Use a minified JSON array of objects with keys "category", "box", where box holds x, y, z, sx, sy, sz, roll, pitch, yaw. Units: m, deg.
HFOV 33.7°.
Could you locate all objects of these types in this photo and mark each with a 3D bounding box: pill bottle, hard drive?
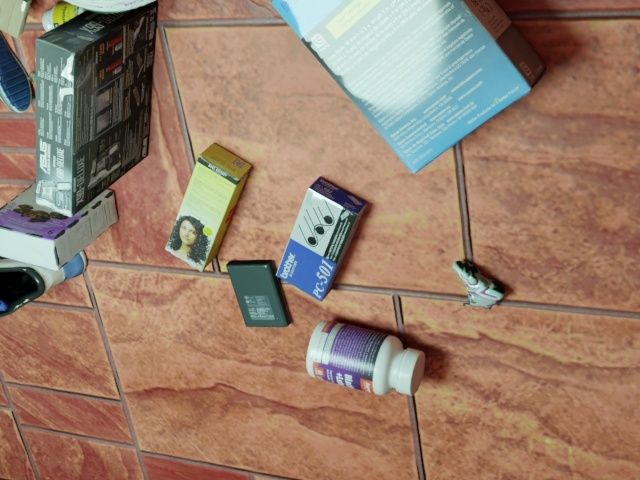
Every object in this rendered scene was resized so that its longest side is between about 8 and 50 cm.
[{"category":"pill bottle","box":[-0.416,-0.374,1.789,0.116,0.065,0.065,4,121,39]},{"category":"pill bottle","box":[0.082,0.213,1.870,0.194,0.108,0.108,12,124,21]},{"category":"hard drive","box":[-0.115,0.099,1.958,0.094,0.022,0.135,-1,118,28]}]

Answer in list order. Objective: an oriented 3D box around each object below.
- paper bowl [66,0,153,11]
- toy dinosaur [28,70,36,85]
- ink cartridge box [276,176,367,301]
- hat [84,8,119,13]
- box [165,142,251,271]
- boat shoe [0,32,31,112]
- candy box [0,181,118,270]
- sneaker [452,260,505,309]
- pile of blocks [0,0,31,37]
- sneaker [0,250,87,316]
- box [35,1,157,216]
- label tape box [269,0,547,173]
[{"category":"paper bowl","box":[-0.311,-0.480,1.570,0.284,0.148,0.284,-1,82,5]},{"category":"toy dinosaur","box":[-0.479,-0.212,1.943,0.112,0.064,0.211,10,116,44]},{"category":"ink cartridge box","box":[0.000,0.000,1.821,0.097,0.046,0.207,30,129,10]},{"category":"hat","box":[-0.352,-0.420,1.740,0.208,0.173,0.183,55,165,12]},{"category":"box","box":[-0.202,-0.056,1.885,0.087,0.058,0.232,30,128,8]},{"category":"boat shoe","box":[-0.591,-0.314,1.929,0.066,0.066,0.183,-16,101,39]},{"category":"candy box","box":[-0.501,-0.036,1.963,0.165,0.196,0.070,12,125,21]},{"category":"sneaker","box":[0.249,0.081,1.746,0.098,0.038,0.069,36,128,4]},{"category":"pile of blocks","box":[-0.524,-0.522,1.736,0.149,0.112,0.362,12,132,14]},{"category":"sneaker","box":[-0.646,0.055,2.107,0.316,0.182,0.127,4,119,25]},{"category":"box","box":[-0.370,-0.226,1.749,0.077,0.242,0.307,21,127,14]},{"category":"label tape box","box":[0.127,-0.298,1.530,0.241,0.106,0.333,-35,99,38]}]
